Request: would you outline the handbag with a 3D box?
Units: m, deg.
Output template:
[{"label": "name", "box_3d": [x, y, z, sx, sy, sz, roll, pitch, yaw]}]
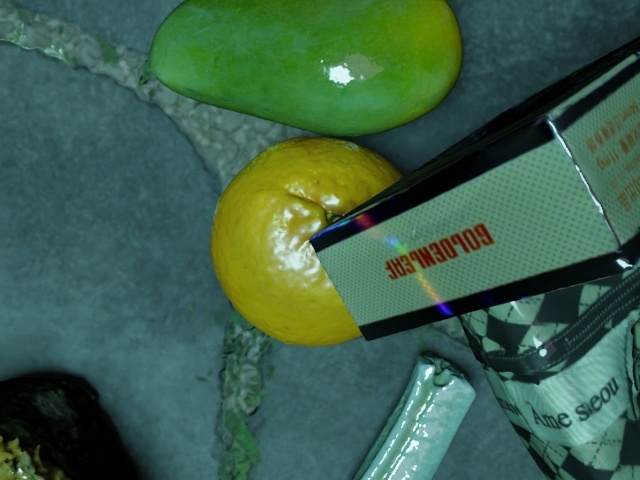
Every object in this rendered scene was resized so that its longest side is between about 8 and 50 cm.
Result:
[{"label": "handbag", "box_3d": [0.337, 0.128, 0.569, 0.317, 0.180, 0.416, -31, 89, -9]}]

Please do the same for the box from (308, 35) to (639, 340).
[{"label": "box", "box_3d": [0.160, -0.057, 0.455, 0.310, 0.198, 0.084, -33, 94, -39]}]

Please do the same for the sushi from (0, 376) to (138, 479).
[{"label": "sushi", "box_3d": [-0.240, 0.287, 0.524, 0.234, 0.207, 0.348, -33, 97, -8]}]

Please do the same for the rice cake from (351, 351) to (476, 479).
[{"label": "rice cake", "box_3d": [0.037, 0.259, 0.603, 0.063, 0.066, 0.336, 29, 91, 5]}]

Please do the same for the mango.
[{"label": "mango", "box_3d": [-0.010, -0.155, 0.545, 0.251, 0.114, 0.156, 2, 59, 10]}]

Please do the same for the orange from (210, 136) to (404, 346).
[{"label": "orange", "box_3d": [-0.001, 0.001, 0.547, 0.178, 0.155, 0.177, 1, 100, 9]}]
